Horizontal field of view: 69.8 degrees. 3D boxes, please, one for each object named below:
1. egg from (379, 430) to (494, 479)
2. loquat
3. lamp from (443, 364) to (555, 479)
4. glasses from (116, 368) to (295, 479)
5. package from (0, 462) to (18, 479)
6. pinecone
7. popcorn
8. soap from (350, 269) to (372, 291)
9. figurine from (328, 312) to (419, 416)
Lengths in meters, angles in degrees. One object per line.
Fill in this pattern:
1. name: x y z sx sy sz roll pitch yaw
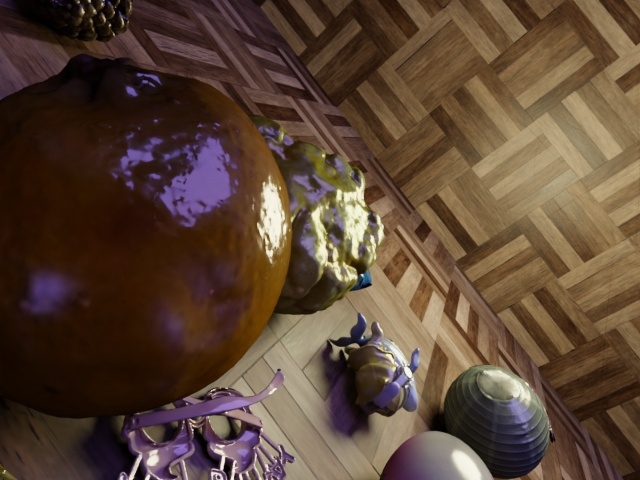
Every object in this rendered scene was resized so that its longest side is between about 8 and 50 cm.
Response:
1. egg: 0.180 0.405 0.692 0.196 0.196 0.271 57 21 12
2. loquat: -0.186 -0.003 0.440 0.328 0.328 0.328 41 25 -24
3. lamp: 0.399 0.414 1.059 0.233 0.233 0.265 38 12 -29
4. glasses: -0.112 0.232 0.530 0.255 0.095 0.162 22 41 -45
5. package: -0.283 0.199 0.337 0.108 0.031 0.121 50 18 -6
6. pinecone: -0.436 -0.461 0.846 0.184 0.179 0.204 61 8 -19
7. popcorn: -0.042 -0.042 0.818 0.292 0.293 0.334 73 -5 -61
8. soap: 0.000 0.000 1.097 0.293 0.077 0.156 40 26 -24
9. figurine: 0.111 0.248 0.891 0.208 0.128 0.184 45 25 6
